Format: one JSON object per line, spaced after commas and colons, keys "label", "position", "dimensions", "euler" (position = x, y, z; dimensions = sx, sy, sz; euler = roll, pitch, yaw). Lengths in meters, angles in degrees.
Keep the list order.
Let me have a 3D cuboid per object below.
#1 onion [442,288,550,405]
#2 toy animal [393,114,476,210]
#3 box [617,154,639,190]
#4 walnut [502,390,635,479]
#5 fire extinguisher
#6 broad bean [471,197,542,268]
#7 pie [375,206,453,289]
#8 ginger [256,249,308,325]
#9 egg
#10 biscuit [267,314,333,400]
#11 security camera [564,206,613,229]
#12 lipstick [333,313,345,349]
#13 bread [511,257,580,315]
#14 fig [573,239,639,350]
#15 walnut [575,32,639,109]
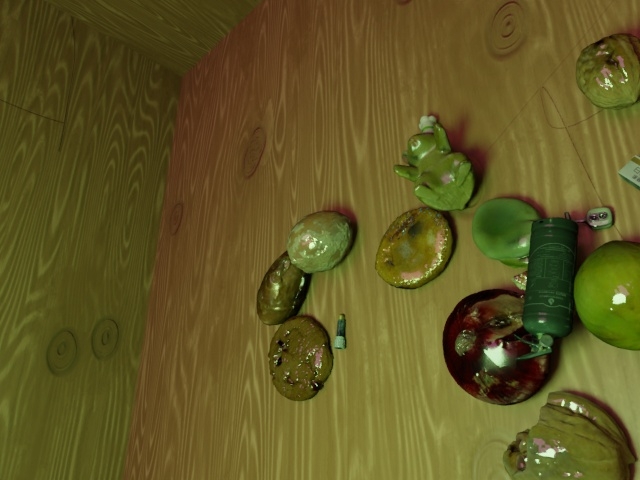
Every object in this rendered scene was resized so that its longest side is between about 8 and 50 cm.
{"label": "onion", "position": [0.386, 0.232, 1.123], "dimensions": [0.272, 0.195, 0.271], "euler": [-19, 62, 40]}
{"label": "toy animal", "position": [0.310, -0.243, 1.425], "dimensions": [0.181, 0.180, 0.362], "euler": [-40, 48, 20]}
{"label": "box", "position": [0.727, -0.098, 1.014], "dimensions": [0.055, 0.040, 0.218], "euler": [-50, 43, 19]}
{"label": "walnut", "position": [0.485, 0.433, 0.973], "dimensions": [0.204, 0.141, 0.238], "euler": [42, 108, 43]}
{"label": "fire extinguisher", "position": [0.475, 0.104, 1.030], "dimensions": [0.115, 0.095, 0.310], "euler": [6, 68, 18]}
{"label": "broad bean", "position": [0.472, -0.018, 1.224], "dimensions": [0.169, 0.100, 0.227], "euler": [-40, 38, 24]}
{"label": "pie", "position": [0.271, 0.020, 1.441], "dimensions": [0.274, 0.069, 0.273], "euler": [-21, 58, 39]}
{"label": "ginger", "position": [-0.126, 0.161, 1.749], "dimensions": [0.165, 0.172, 0.321], "euler": [27, 92, 10]}
{"label": "egg", "position": [0.000, 0.000, 1.647], "dimensions": [0.245, 0.203, 0.203], "euler": [-38, 44, 0]}
{"label": "biscuit", "position": [-0.081, 0.395, 1.659], "dimensions": [0.296, 0.075, 0.295], "euler": [-21, 59, 41]}
{"label": "security camera", "position": [0.613, -0.049, 1.115], "dimensions": [0.092, 0.058, 0.058], "euler": [-16, 62, 34]}
{"label": "lipstick", "position": [0.065, 0.291, 1.577], "dimensions": [0.037, 0.037, 0.115], "euler": [-18, 57, 43]}
{"label": "bread", "position": [0.538, 0.082, 1.117], "dimensions": [0.154, 0.054, 0.135], "euler": [34, 96, 24]}
{"label": "fig", "position": [0.601, 0.104, 0.953], "dimensions": [0.207, 0.207, 0.230], "euler": [-57, 2, 13]}
{"label": "walnut", "position": [0.676, -0.380, 1.116], "dimensions": [0.155, 0.156, 0.183], "euler": [-34, 46, 34]}
